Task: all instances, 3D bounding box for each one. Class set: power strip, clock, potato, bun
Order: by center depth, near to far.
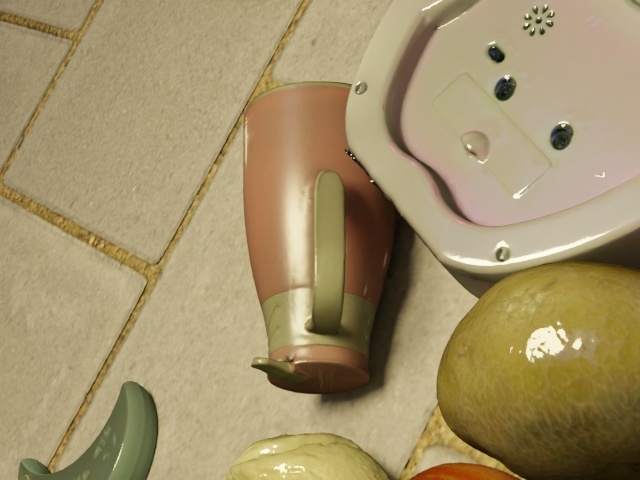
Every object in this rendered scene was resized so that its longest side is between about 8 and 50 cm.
[{"bbox_3d":[0.187,0.087,0.875,0.235,0.178,0.160,-4,104,30],"label":"potato"},{"bbox_3d":[0.188,-0.112,1.013,0.339,0.102,0.338,-13,63,27],"label":"clock"},{"bbox_3d":[-0.027,0.230,1.077,0.188,0.111,0.164,9,75,48],"label":"bun"},{"bbox_3d":[-0.251,0.249,1.377,0.216,0.044,0.137,-39,42,24],"label":"power strip"}]

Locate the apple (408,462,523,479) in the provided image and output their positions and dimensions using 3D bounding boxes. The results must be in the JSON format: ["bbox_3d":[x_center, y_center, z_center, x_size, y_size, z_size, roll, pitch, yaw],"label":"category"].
[{"bbox_3d":[0.111,0.246,0.865,0.173,0.160,0.195,8,94,64],"label":"apple"}]

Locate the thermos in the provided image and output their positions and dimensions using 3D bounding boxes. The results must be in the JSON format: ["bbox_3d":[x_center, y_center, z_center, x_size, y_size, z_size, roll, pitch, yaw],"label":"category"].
[{"bbox_3d":[0.000,0.000,1.178,0.176,0.146,0.265,97,174,-65],"label":"thermos"}]
